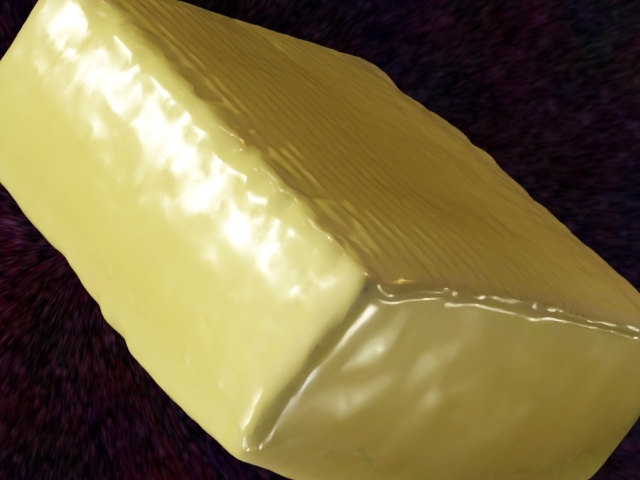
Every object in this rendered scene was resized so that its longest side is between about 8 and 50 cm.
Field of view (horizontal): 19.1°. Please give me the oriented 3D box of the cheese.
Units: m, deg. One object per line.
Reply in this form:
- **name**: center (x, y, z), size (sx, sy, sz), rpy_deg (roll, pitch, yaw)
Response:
- **cheese**: center (0.000, 0.000, 0.894), size (0.242, 0.265, 0.124), rpy_deg (7, 120, -43)
